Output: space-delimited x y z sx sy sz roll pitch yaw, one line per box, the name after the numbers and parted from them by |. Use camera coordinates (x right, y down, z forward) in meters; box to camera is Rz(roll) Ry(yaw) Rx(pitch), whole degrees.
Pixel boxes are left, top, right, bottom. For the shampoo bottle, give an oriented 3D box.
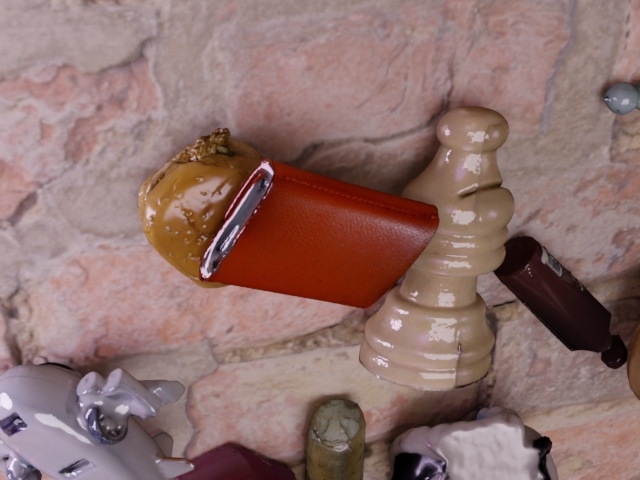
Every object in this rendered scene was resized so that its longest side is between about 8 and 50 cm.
0.295 0.082 1.092 0.067 0.068 0.236 -12 135 47 | shampoo bottle

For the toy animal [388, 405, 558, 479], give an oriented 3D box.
0.192 0.313 1.152 0.204 0.156 0.208 -13 93 -11 | toy animal

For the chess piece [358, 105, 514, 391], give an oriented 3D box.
0.132 0.004 0.976 0.124 0.139 0.307 -31 134 -50 | chess piece

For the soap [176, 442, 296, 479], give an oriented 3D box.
-0.142 0.351 1.115 0.250 0.099 0.162 -25 118 -1 | soap

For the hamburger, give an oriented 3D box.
-0.101 -0.029 0.892 0.138 0.083 0.147 -38 128 2 | hamburger

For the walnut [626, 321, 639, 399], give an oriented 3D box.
0.482 0.138 1.094 0.228 0.228 0.228 -8 123 -12 | walnut

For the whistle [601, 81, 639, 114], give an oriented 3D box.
0.347 -0.154 0.980 0.100 0.035 0.035 -5 123 -15 | whistle

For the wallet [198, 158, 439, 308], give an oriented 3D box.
0.000 0.000 0.876 0.204 0.045 0.142 13 127 -36 | wallet

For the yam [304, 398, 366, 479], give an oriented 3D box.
0.009 0.363 1.181 0.083 0.083 0.371 -5 124 -14 | yam

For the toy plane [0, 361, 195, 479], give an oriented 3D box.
-0.247 0.207 0.982 0.245 0.117 0.244 1 132 1 | toy plane
